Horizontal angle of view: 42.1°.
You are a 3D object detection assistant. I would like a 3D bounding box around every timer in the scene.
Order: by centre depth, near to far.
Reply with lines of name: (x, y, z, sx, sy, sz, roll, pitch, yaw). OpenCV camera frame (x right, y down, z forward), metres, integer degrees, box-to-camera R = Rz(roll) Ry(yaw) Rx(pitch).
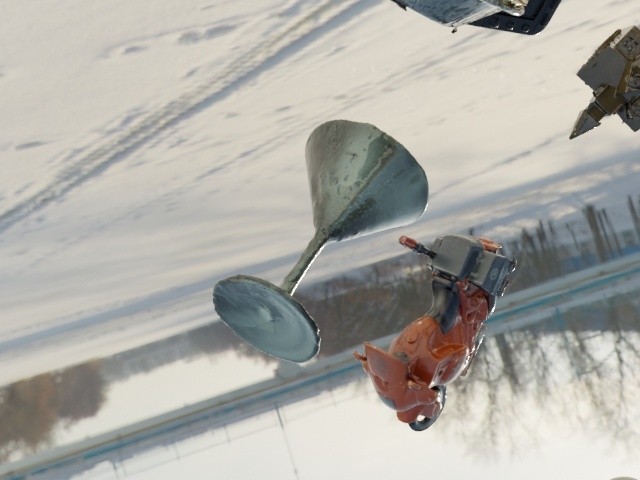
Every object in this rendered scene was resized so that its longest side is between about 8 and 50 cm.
timer: (0.350, -0.450, 1.504, 0.187, 0.055, 0.144, 3, 135, -23)

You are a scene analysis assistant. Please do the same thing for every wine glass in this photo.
wine glass: (0.000, 0.000, 1.479, 0.267, 0.267, 0.406, -20, -153, 46)

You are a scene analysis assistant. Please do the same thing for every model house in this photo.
model house: (0.613, -0.300, 1.727, 0.248, 0.181, 0.176, -47, -179, 10)

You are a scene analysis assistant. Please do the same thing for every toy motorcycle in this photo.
toy motorcycle: (0.174, 0.135, 1.278, 0.147, 0.326, 0.221, 22, 178, 43)

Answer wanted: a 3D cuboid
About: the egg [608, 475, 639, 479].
egg: (0.465, 0.434, 1.253, 0.114, 0.152, 0.114, 3, 151, 2)

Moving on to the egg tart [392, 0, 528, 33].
egg tart: (0.123, -0.305, 0.925, 0.234, 0.234, 0.094, -13, 140, -55)
